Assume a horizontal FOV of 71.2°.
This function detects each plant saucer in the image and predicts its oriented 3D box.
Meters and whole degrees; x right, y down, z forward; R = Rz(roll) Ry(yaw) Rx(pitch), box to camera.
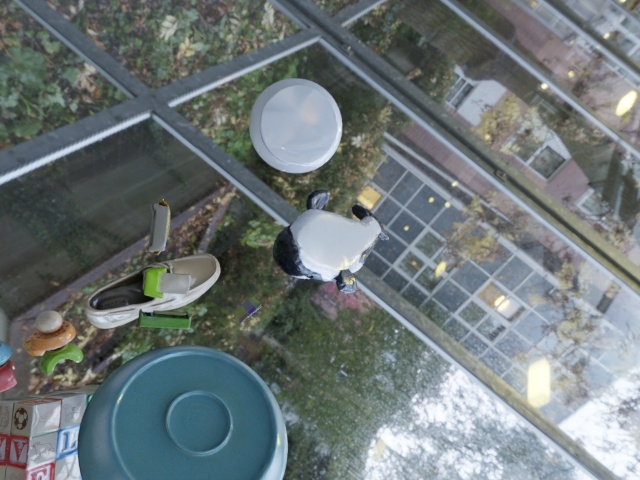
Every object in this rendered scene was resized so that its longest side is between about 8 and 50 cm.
[{"bbox_3d":[-0.190,0.284,0.683,0.043,0.318,0.317,-58,175,34],"label":"plant saucer"}]

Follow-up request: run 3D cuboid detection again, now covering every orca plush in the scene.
[{"bbox_3d":[0.000,0.000,0.683,0.102,0.151,0.287,-20,-167,30],"label":"orca plush"}]

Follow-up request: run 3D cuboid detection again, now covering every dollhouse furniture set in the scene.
[{"bbox_3d":[-0.181,0.029,0.542,0.076,0.059,0.151,180,-84,-65],"label":"dollhouse furniture set"}]

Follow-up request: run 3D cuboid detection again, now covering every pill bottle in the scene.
[{"bbox_3d":[-0.036,-0.155,0.617,0.121,0.121,0.216,-51,-167,6],"label":"pill bottle"}]

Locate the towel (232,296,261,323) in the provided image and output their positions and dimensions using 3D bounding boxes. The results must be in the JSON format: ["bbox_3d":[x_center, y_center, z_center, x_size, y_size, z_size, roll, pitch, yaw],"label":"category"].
[{"bbox_3d":[-0.223,0.210,1.352,0.083,0.060,0.009,-41,132,-15],"label":"towel"}]

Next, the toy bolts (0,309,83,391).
[{"bbox_3d":[-0.779,0.258,1.165,0.229,0.218,0.158,-22,119,-36],"label":"toy bolts"}]

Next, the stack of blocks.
[{"bbox_3d":[-0.378,0.335,0.754,0.297,0.087,0.171,22,66,-65],"label":"stack of blocks"}]

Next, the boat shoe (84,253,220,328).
[{"bbox_3d":[-0.402,0.115,1.112,0.341,0.121,0.110,-26,167,-30],"label":"boat shoe"}]
